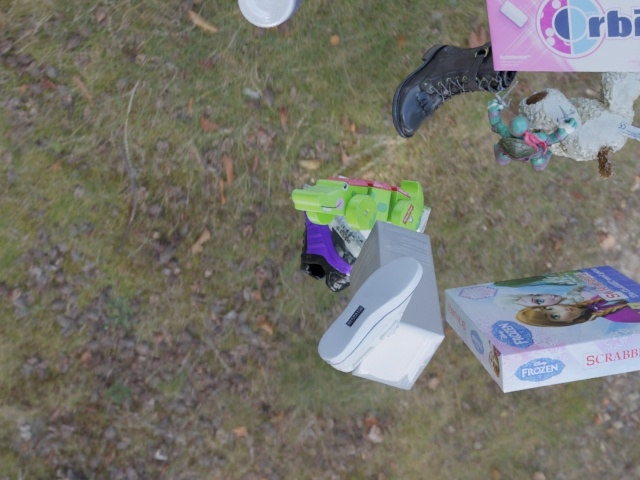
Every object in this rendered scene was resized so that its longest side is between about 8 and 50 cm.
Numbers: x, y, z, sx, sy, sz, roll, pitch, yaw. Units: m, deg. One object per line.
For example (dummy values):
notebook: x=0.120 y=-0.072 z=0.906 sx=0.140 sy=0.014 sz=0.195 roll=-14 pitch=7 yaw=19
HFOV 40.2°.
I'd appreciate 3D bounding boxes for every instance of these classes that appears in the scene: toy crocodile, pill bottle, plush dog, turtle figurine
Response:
toy crocodile: x=0.082 y=-0.071 z=1.594 sx=0.341 sy=0.115 sz=0.105 roll=5 pitch=94 yaw=-47
pill bottle: x=-0.096 y=-0.494 z=1.768 sx=0.112 sy=0.186 sz=0.111 roll=2 pitch=109 yaw=7
plush dog: x=0.543 y=-0.233 z=1.811 sx=0.263 sy=0.225 sz=0.210 roll=-20 pitch=95 yaw=2
turtle figurine: x=0.390 y=-0.207 z=1.686 sx=0.175 sy=0.234 sz=0.118 roll=29 pitch=80 yaw=18

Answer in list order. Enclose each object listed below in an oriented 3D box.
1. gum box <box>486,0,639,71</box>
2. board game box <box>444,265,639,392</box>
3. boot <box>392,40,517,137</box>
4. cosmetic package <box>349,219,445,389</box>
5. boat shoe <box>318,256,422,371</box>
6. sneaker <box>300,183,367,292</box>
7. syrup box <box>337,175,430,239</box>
gum box: x=0.259 y=-0.223 z=0.839 sx=0.188 sy=0.062 sz=0.107 roll=8 pitch=125 yaw=35
board game box: x=0.401 y=0.135 z=1.449 sx=0.318 sy=0.318 sz=0.065 roll=-8 pitch=105 yaw=-7
boot: x=0.282 y=-0.318 z=1.769 sx=0.091 sy=0.229 sz=0.263 roll=42 pitch=70 yaw=-37
cosmetic package: x=0.110 y=0.093 z=1.326 sx=0.107 sy=0.238 sz=0.127 roll=16 pitch=128 yaw=-15
boat shoe: x=0.042 y=0.056 z=0.645 sx=0.100 sy=0.035 sz=0.035 roll=-50 pitch=133 yaw=-6
sneaker: x=0.000 y=0.000 z=1.830 sx=0.102 sy=0.293 sz=0.146 roll=28 pitch=108 yaw=-38
syrup box: x=0.126 y=-0.057 z=2.050 sx=0.237 sy=0.093 sz=0.096 roll=22 pitch=129 yaw=12
